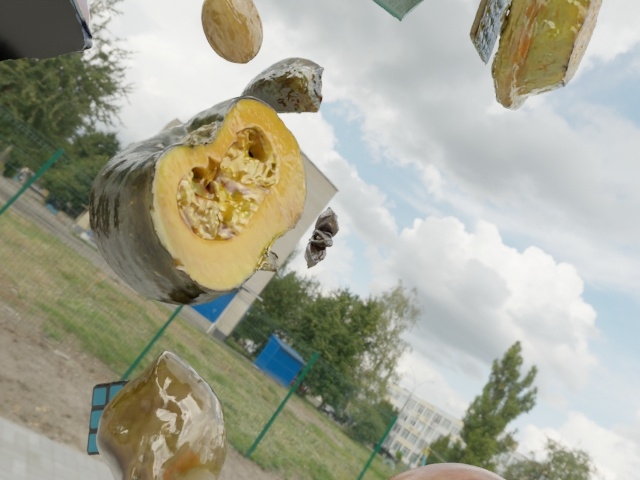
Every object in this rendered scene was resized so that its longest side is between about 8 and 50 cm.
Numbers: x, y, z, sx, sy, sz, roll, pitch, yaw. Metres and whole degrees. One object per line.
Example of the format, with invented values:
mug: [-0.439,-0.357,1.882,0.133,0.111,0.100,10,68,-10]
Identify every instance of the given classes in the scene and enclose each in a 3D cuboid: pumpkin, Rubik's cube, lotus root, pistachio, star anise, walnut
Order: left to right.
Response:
Rubik's cube: [-0.445,0.430,1.122,0.162,0.160,0.163,-12,-23,18]
pistachio: [-0.209,0.280,0.639,0.163,0.212,0.260,6,-43,-3]
pumpkin: [-0.165,-0.036,0.626,0.232,0.325,0.242,-16,-68,34]
walnut: [-0.205,-0.501,1.072,0.144,0.144,0.180,24,-39,41]
lotus root: [-0.139,-0.482,1.451,0.142,0.210,0.314,2,-4,-44]
star anise: [0.007,-0.014,1.428,0.073,0.212,0.197,23,-56,-6]

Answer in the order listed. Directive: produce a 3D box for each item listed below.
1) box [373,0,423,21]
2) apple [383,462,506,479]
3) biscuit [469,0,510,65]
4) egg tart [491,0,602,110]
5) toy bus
box: [0.187,-0.538,0.825,0.153,0.245,0.092,5,61,-50]
apple: [0.101,0.266,0.338,0.188,0.174,0.188,51,10,-12]
biscuit: [0.290,-0.382,0.770,0.016,0.139,0.231,24,20,19]
egg tart: [0.376,-0.342,0.754,0.118,0.288,0.288,24,-19,25]
toy bus: [-0.609,-0.411,0.791,0.171,0.386,0.162,88,-10,-50]
